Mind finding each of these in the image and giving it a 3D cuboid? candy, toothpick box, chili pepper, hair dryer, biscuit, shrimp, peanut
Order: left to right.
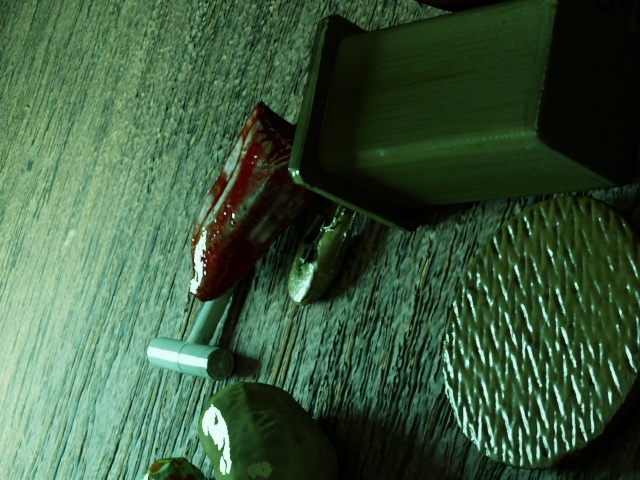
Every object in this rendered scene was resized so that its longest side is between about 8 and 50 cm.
[{"bbox_3d":[-0.156,0.385,1.561,0.084,0.078,0.288,-37,53,33],"label":"candy"},{"bbox_3d":[-0.142,0.083,1.720,0.155,0.044,0.183,3,70,53],"label":"hair dryer"},{"bbox_3d":[-0.094,-0.042,1.646,0.144,0.136,0.253,44,110,16],"label":"chili pepper"},{"bbox_3d":[-0.060,0.228,1.455,0.129,0.129,0.224,-61,28,11],"label":"peanut"},{"bbox_3d":[0.007,0.003,1.568,0.162,0.045,0.095,-62,14,18],"label":"shrimp"},{"bbox_3d":[0.147,-0.128,1.328,0.308,0.190,0.188,-4,69,47],"label":"toothpick box"},{"bbox_3d":[0.212,0.085,1.242,0.262,0.037,0.262,-28,52,42],"label":"biscuit"}]

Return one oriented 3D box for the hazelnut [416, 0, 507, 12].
[{"bbox_3d":[0.161,-0.431,1.327,0.409,0.359,0.359,-54,34,-10],"label":"hazelnut"}]
